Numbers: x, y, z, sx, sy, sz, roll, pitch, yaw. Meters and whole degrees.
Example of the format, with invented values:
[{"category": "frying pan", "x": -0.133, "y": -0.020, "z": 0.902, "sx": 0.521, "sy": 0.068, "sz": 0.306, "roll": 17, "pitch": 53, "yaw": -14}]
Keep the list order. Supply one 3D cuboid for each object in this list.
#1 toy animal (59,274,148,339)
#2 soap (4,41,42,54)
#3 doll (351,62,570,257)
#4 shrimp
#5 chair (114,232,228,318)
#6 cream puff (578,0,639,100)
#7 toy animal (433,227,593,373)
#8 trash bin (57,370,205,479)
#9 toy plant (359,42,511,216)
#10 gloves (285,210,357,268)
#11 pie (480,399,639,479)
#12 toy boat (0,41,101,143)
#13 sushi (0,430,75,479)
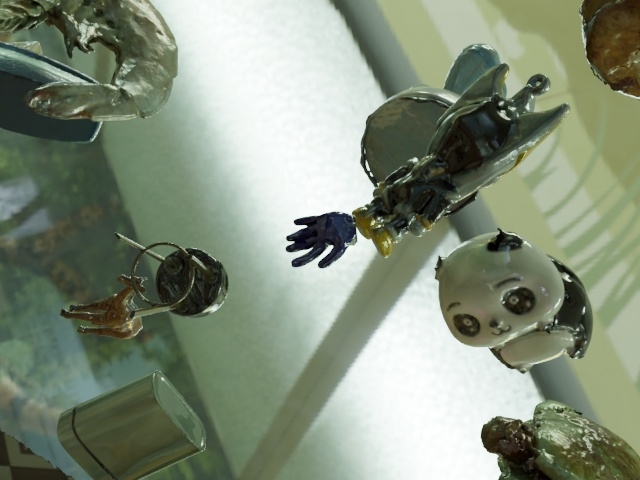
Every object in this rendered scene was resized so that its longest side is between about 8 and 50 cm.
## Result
[{"category": "toy animal", "x": -0.390, "y": 0.123, "z": 2.200, "sx": 0.224, "sy": 0.230, "sz": 0.066, "roll": 51, "pitch": 41, "yaw": -52}, {"category": "soap", "x": -0.577, "y": -0.226, "z": 1.700, "sx": 0.199, "sy": 0.315, "sz": 0.091, "roll": -87, "pitch": 176, "yaw": -68}, {"category": "doll", "x": 0.181, "y": -0.104, "z": 1.509, "sx": 0.103, "sy": 0.316, "sz": 0.145, "roll": 51, "pitch": -3, "yaw": -16}, {"category": "shrimp", "x": -0.289, "y": -0.207, "z": 1.203, "sx": 0.247, "sy": 0.360, "sz": 0.085, "roll": 50, "pitch": -52, "yaw": 15}, {"category": "chair", "x": -0.190, "y": 0.042, "z": 1.469, "sx": 0.095, "sy": 0.104, "sz": 0.221, "roll": 49, "pitch": 3, "yaw": 15}, {"category": "cream puff", "x": 0.512, "y": -0.321, "z": 1.769, "sx": 0.240, "sy": 0.240, "sz": 0.164, "roll": 121, "pitch": -9, "yaw": -62}, {"category": "toy animal", "x": 0.361, "y": 0.108, "z": 2.229, "sx": 0.310, "sy": 0.251, "sz": 0.251, "roll": 40, "pitch": 4, "yaw": -41}, {"category": "trash bin", "x": -0.216, "y": 0.221, "z": 1.336, "sx": 0.116, "sy": 0.130, "sz": 0.059, "roll": 56, "pitch": 16, "yaw": -33}, {"category": "toy plant", "x": 0.240, "y": -0.214, "z": 2.061, "sx": 0.247, "sy": 0.332, "sz": 0.247, "roll": 15, "pitch": -54, "yaw": 22}, {"category": "gloves", "x": 0.000, "y": 0.000, "z": 1.278, "sx": 0.026, "sy": 0.086, "sz": 0.064, "roll": 47, "pitch": 37, "yaw": -61}, {"category": "pie", "x": 0.362, "y": 0.327, "z": 1.586, "sx": 0.257, "sy": 0.274, "sz": 0.105, "roll": 44, "pitch": -64, "yaw": 27}, {"category": "toy boat", "x": -0.415, "y": -0.196, "z": 1.453, "sx": 0.062, "sy": 0.299, "sz": 0.096, "roll": -96, "pitch": -153, "yaw": -55}, {"category": "sushi", "x": -0.264, "y": 0.256, "z": 0.886, "sx": 0.220, "sy": 0.047, "sz": 0.231, "roll": 33, "pitch": -64, "yaw": 3}]
